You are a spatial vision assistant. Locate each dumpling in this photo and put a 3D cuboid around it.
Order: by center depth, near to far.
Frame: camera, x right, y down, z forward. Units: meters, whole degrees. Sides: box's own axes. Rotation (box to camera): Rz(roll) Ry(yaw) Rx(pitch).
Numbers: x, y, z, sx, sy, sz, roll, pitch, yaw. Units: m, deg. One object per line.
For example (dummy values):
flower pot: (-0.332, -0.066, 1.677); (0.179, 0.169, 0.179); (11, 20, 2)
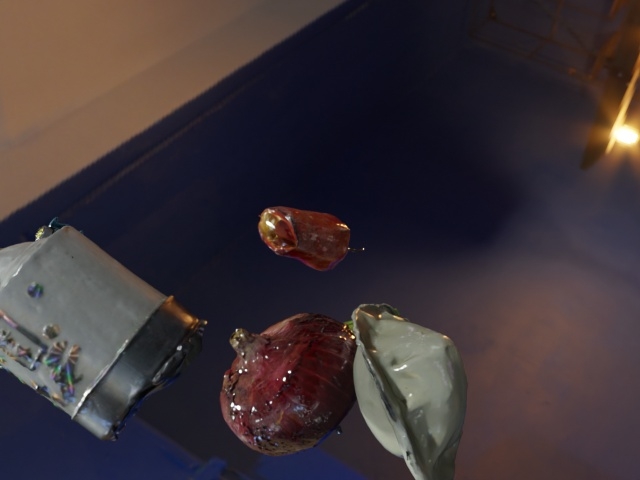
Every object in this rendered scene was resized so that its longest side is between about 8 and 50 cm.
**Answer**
dumpling: (0.097, 0.173, 0.995); (0.142, 0.247, 0.172); (-30, -26, 19)

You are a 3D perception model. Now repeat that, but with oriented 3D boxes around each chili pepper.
chili pepper: (0.000, 0.000, 1.268); (0.192, 0.086, 0.084); (12, -43, -43)

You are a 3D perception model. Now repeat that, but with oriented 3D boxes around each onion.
onion: (-0.056, 0.209, 1.363); (0.219, 0.252, 0.252); (49, -118, -21)

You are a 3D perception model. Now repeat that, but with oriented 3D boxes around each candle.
candle: (-0.308, 0.081, 1.014); (0.187, 0.330, 0.187); (-53, 3, 4)

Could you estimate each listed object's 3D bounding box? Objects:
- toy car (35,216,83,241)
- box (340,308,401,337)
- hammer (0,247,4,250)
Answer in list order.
toy car: (-0.572, 0.042, 1.822); (0.126, 0.098, 0.162); (32, -126, -34)
box: (0.057, 0.185, 1.703); (0.121, 0.030, 0.193); (-27, 2, -36)
hammer: (-0.526, 0.022, 1.316); (0.111, 0.365, 0.044); (-18, -70, -58)
